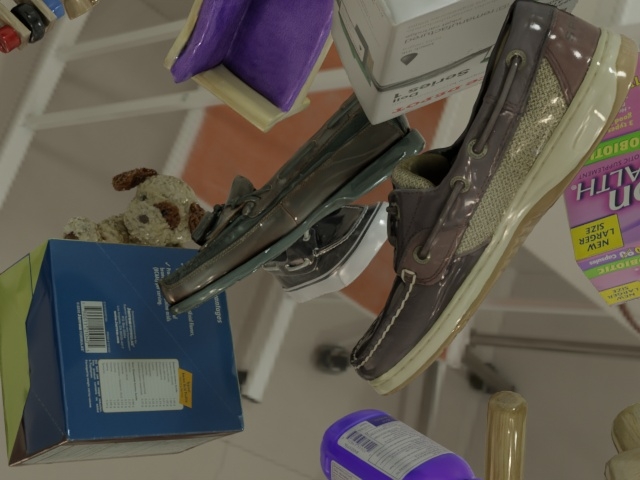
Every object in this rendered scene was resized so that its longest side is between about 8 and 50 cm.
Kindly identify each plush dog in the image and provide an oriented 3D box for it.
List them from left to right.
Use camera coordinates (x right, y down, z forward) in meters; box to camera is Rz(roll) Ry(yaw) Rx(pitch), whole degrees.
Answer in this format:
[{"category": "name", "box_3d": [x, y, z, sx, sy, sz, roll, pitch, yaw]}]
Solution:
[{"category": "plush dog", "box_3d": [-0.299, -0.009, 2.034, 0.225, 0.262, 0.210, -60, 162, 12]}]

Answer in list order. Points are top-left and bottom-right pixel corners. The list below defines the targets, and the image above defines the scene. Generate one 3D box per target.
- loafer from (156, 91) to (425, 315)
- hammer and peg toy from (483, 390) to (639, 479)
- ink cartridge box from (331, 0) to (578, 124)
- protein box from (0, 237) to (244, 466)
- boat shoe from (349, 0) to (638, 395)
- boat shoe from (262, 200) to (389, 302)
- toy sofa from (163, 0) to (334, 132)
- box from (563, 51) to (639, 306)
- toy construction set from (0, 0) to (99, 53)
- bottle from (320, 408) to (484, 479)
[{"category": "loafer", "box_3d": [-0.037, -0.040, 0.982, 0.267, 0.096, 0.084, -35, 96, -8]}, {"category": "hammer and peg toy", "box_3d": [0.239, 0.192, 0.619, 0.127, 0.361, 0.266, -101, 176, -57]}, {"category": "ink cartridge box", "box_3d": [0.098, -0.178, 0.811, 0.160, 0.219, 0.093, -22, 80, -4]}, {"category": "protein box", "box_3d": [-0.207, 0.116, 1.158, 0.201, 0.136, 0.200, 5, 68, -40]}, {"category": "boat shoe", "box_3d": [0.087, -0.025, 0.720, 0.092, 0.285, 0.103, 31, 29, -2]}, {"category": "boat shoe", "box_3d": [0.000, 0.000, 1.470, 0.102, 0.301, 0.108, 37, 67, -11]}, {"category": "toy sofa", "box_3d": [-0.044, -0.323, 1.436, 0.177, 0.150, 0.362, -35, 159, -55]}, {"category": "box", "box_3d": [0.377, -0.083, 1.227, 0.117, 0.213, 0.243, 42, 37, -47]}, {"category": "toy construction set", "box_3d": [-0.490, -0.401, 1.676, 0.309, 0.257, 0.237, -30, 108, -8]}, {"category": "bottle", "box_3d": [0.124, 0.298, 1.358, 0.118, 0.283, 0.092, -17, 118, -37]}]
